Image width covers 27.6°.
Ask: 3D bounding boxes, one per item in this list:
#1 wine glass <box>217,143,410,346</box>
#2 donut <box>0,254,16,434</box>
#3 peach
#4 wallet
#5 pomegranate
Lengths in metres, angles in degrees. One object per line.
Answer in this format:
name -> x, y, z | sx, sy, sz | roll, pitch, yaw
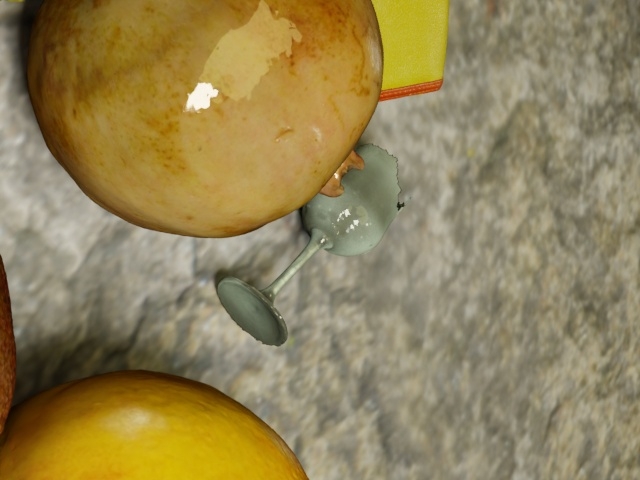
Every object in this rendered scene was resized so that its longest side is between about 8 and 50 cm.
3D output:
wine glass -> 0.000, 0.000, 1.136 | 0.195, 0.079, 0.079 | -47, 125, -28
donut -> -0.259, 0.087, 0.837 | 0.112, 0.151, 0.295 | 47, 57, -49
peach -> -0.121, 0.231, 0.913 | 0.308, 0.289, 0.289 | 22, 80, -38
wallet -> 0.010, -0.177, 1.138 | 0.241, 0.067, 0.141 | -17, 112, -37
pomegranate -> -0.067, -0.115, 0.944 | 0.270, 0.229, 0.252 | 46, 73, -35
